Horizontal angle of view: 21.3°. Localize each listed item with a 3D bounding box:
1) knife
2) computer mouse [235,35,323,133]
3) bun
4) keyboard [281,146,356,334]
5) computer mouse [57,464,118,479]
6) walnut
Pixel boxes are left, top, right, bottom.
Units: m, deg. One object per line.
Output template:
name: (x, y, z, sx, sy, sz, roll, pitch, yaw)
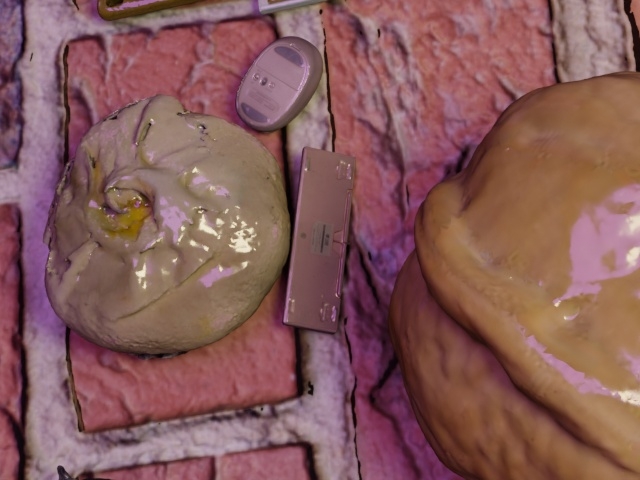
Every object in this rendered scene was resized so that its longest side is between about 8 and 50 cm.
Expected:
knife: (-0.047, -0.242, 1.619, 0.343, 0.027, 0.061, -11, 69, 9)
computer mouse: (-0.036, -0.143, 1.581, 0.066, 0.039, 0.096, 34, 93, 23)
bun: (-0.144, -0.017, 1.516, 0.239, 0.141, 0.239, -6, 72, 17)
keyboard: (0.000, 0.000, 1.528, 0.055, 0.017, 0.166, 11, 74, -15)
computer mouse: (-0.187, 0.299, 1.474, 0.113, 0.068, 0.229, -19, 55, -12)
walnut: (0.234, 0.065, 1.292, 0.381, 0.381, 0.381, -5, 72, 15)
